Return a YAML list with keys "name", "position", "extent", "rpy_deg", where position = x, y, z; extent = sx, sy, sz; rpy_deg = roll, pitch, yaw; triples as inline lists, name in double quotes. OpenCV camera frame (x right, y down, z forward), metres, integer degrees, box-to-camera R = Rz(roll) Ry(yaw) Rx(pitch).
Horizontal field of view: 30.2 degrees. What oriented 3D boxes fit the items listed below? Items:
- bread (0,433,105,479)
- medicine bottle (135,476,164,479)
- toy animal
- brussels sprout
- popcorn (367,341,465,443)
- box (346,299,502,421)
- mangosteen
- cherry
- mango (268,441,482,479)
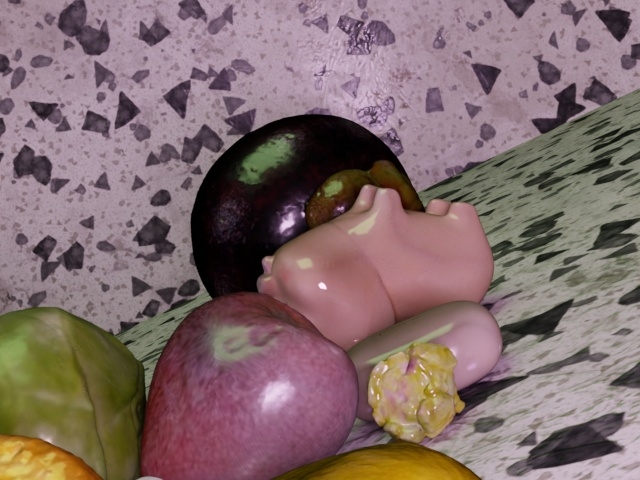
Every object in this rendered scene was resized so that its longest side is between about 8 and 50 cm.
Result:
- name: "bread"
  position: [-0.192, 0.282, 0.766]
  extent: [0.179, 0.194, 0.340]
  rpy_deg: [-1, 39, 32]
- name: "medicine bottle"
  position: [-0.208, 0.311, 1.135]
  extent: [0.103, 0.102, 0.187]
  rpy_deg: [-21, 9, 36]
- name: "toy animal"
  position: [0.075, 0.059, 1.616]
  extent: [0.326, 0.269, 0.237]
  rpy_deg: [6, -1, -15]
- name: "brussels sprout"
  position: [-0.299, 0.231, 1.342]
  extent: [0.247, 0.327, 0.328]
  rpy_deg: [-1, 7, 0]
- name: "popcorn"
  position: [0.100, 0.158, 1.241]
  extent: [0.097, 0.109, 0.089]
  rpy_deg: [14, -13, 20]
- name: "box"
  position: [0.112, 0.137, 1.358]
  extent: [0.200, 0.088, 0.146]
  rpy_deg: [-24, 6, 6]
- name: "mangosteen"
  position: [0.000, 0.000, 1.891]
  extent: [0.382, 0.382, 0.435]
  rpy_deg: [-28, 43, -19]
- name: "cherry"
  position: [-0.077, 0.181, 1.275]
  extent: [0.239, 0.239, 0.206]
  rpy_deg: [-20, -22, 39]
- name: "mango"
  position: [0.008, 0.225, 0.855]
  extent: [0.195, 0.142, 0.332]
  rpy_deg: [-24, 2, -29]
